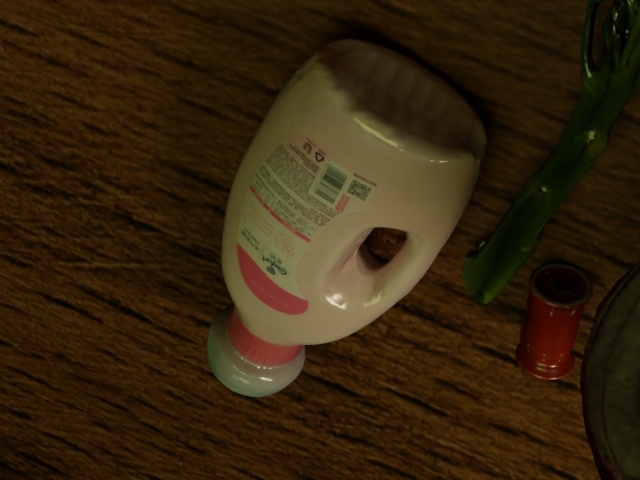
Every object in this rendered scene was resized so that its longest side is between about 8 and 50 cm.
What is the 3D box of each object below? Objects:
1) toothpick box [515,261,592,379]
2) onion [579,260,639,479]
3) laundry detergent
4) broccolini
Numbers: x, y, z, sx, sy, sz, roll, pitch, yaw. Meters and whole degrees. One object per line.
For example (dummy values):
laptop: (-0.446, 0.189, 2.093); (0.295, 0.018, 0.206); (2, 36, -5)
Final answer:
toothpick box: (0.169, 0.061, 1.380); (0.047, 0.047, 0.083); (21, 135, 16)
onion: (0.348, 0.115, 1.167); (0.337, 0.282, 0.260); (5, 162, 43)
laundry detergent: (0.000, 0.000, 1.407); (0.159, 0.088, 0.335); (33, 137, 3)
broccolini: (0.160, -0.095, 1.251); (0.074, 0.079, 0.392); (67, 147, 30)
